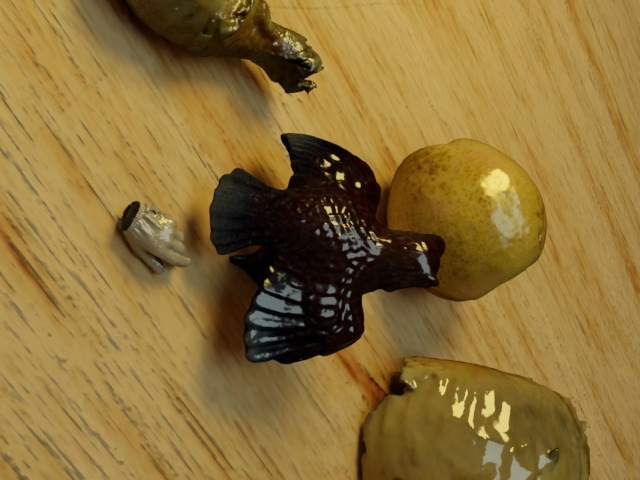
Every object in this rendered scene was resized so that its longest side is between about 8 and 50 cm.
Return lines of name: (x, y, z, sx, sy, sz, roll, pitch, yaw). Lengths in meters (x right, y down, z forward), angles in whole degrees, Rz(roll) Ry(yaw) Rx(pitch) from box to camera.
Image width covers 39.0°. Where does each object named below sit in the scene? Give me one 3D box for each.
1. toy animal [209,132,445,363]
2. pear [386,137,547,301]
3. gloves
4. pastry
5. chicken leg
toy animal: (0.009, 0.002, 0.748, 0.116, 0.180, 0.218, 67, 30, -60)
pear: (0.150, -0.025, 0.957, 0.178, 0.178, 0.178, 14, 72, -50)
gloves: (-0.129, -0.002, 0.691, 0.044, 0.037, 0.081, -53, 138, 1)
pastry: (0.173, 0.238, 0.912, 0.256, 0.170, 0.236, 21, 63, -42)
chicken leg: (-0.075, -0.197, 0.755, 0.228, 0.088, 0.103, 20, 54, -45)
